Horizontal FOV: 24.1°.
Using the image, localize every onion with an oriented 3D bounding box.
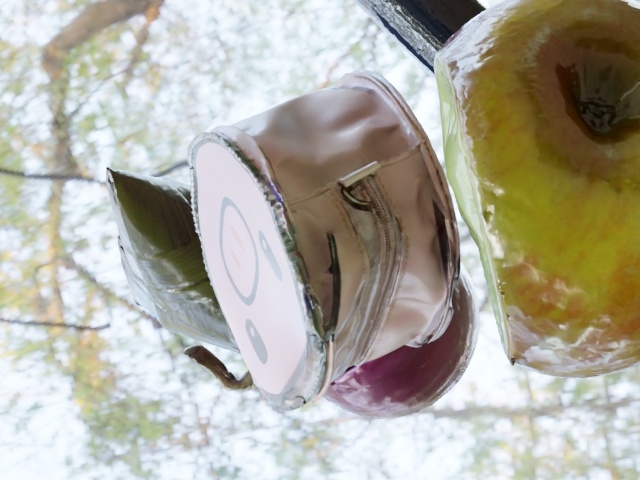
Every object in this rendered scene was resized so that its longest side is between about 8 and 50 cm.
[{"bbox_3d":[0.028,0.045,1.150,0.201,0.207,0.200,-6,-82,-55],"label":"onion"}]

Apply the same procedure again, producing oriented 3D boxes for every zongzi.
[{"bbox_3d":[-0.075,0.024,1.465,0.300,0.286,0.138,78,-147,-69],"label":"zongzi"}]

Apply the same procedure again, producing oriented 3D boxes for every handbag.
[{"bbox_3d":[-0.002,0.000,0.913,0.116,0.205,0.179,-20,-117,-21],"label":"handbag"}]

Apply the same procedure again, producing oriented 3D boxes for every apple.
[{"bbox_3d":[0.131,-0.029,0.734,0.160,0.173,0.195,-2,-121,-10],"label":"apple"}]

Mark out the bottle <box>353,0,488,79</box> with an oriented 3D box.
[{"bbox_3d":[0.061,-0.218,1.240,0.244,0.082,0.072,45,-133,17],"label":"bottle"}]
